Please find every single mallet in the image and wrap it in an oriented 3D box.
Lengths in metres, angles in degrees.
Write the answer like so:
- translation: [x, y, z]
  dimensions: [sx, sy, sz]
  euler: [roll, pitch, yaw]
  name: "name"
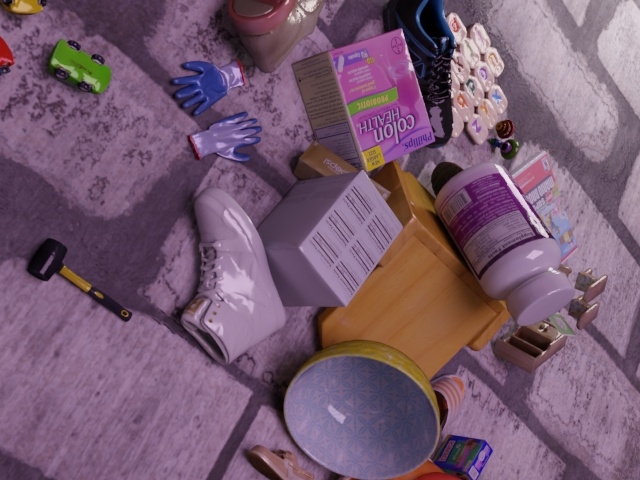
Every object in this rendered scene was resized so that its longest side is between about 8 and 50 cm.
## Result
- translation: [-0.374, 0.079, 1.256]
  dimensions: [0.189, 0.039, 0.062]
  euler: [51, 57, -30]
  name: "mallet"

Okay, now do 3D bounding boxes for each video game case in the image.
- translation: [0.554, -0.058, 2.035]
  dimensions: [0.204, 0.025, 0.285]
  euler: [-34, 109, -36]
  name: "video game case"

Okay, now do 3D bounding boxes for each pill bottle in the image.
- translation: [0.359, 0.008, 1.558]
  dimensions: [0.169, 0.169, 0.301]
  euler: [0, 52, -40]
  name: "pill bottle"

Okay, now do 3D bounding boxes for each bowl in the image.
- translation: [0.088, 0.288, 1.505]
  dimensions: [0.289, 0.289, 0.156]
  euler: [61, 25, -19]
  name: "bowl"

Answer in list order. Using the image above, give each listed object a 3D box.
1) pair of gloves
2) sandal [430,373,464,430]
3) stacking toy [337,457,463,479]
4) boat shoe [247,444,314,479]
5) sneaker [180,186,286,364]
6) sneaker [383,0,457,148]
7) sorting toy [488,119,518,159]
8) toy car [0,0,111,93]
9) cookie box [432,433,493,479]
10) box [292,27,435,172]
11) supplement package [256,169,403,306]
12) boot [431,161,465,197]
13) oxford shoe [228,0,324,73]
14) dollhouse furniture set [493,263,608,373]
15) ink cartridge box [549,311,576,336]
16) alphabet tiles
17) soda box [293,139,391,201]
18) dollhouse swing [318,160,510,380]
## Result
- translation: [-0.181, -0.230, 1.442]
  dimensions: [0.159, 0.023, 0.198]
  euler: [-26, 103, -37]
  name: "pair of gloves"
- translation: [0.237, 0.366, 1.712]
  dimensions: [0.265, 0.076, 0.102]
  euler: [-15, 97, -39]
  name: "sandal"
- translation: [0.260, 0.575, 1.457]
  dimensions: [0.350, 0.480, 0.350]
  euler: [3, 86, -39]
  name: "stacking toy"
- translation: [-0.069, 0.412, 1.471]
  dimensions: [0.170, 0.063, 0.059]
  euler: [51, 55, -36]
  name: "boat shoe"
- translation: [-0.176, 0.068, 1.371]
  dimensions: [0.169, 0.108, 0.292]
  euler: [-36, 111, -38]
  name: "sneaker"
- translation: [0.222, -0.364, 1.697]
  dimensions: [0.125, 0.139, 0.341]
  euler: [-17, 96, -26]
  name: "sneaker"
- translation: [0.436, -0.244, 1.926]
  dimensions: [0.042, 0.061, 0.102]
  euler: [15, 62, -37]
  name: "sorting toy"
- translation: [-0.428, -0.291, 1.222]
  dimensions: [0.225, 0.053, 0.239]
  euler: [30, 70, -35]
  name: "toy car"
- translation: [0.305, 0.472, 1.741]
  dimensions: [0.092, 0.107, 0.040]
  euler: [-49, 116, -31]
  name: "cookie box"
- translation: [0.090, -0.274, 1.606]
  dimensions: [0.213, 0.117, 0.243]
  euler: [-26, 104, -38]
  name: "box"
- translation: [0.000, 0.000, 1.464]
  dimensions: [0.149, 0.194, 0.203]
  euler: [52, 58, -24]
  name: "supplement package"
- translation: [0.379, -0.083, 1.829]
  dimensions: [0.236, 0.089, 0.269]
  euler: [51, 24, 14]
  name: "boot"
- translation: [-0.049, -0.479, 1.524]
  dimensions: [0.397, 0.140, 0.146]
  euler: [-57, 152, -32]
  name: "oxford shoe"
- translation: [0.511, 0.160, 1.871]
  dimensions: [0.161, 0.212, 0.242]
  euler: [-25, 130, -39]
  name: "dollhouse furniture set"
- translation: [0.453, 0.122, 1.747]
  dimensions: [0.171, 0.056, 0.235]
  euler: [15, 42, -61]
  name: "ink cartridge box"
- translation: [0.336, -0.376, 1.878]
  dimensions: [0.278, 0.021, 0.284]
  euler: [51, 58, -25]
  name: "alphabet tiles"
- translation: [0.040, -0.110, 1.535]
  dimensions: [0.181, 0.061, 0.058]
  euler: [35, 61, 4]
  name: "soda box"
- translation: [0.164, 0.092, 1.682]
  dimensions: [0.347, 0.305, 0.315]
  euler: [40, 22, -30]
  name: "dollhouse swing"
